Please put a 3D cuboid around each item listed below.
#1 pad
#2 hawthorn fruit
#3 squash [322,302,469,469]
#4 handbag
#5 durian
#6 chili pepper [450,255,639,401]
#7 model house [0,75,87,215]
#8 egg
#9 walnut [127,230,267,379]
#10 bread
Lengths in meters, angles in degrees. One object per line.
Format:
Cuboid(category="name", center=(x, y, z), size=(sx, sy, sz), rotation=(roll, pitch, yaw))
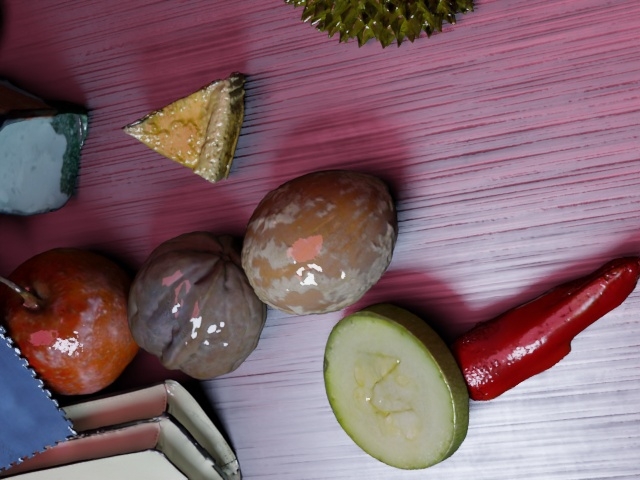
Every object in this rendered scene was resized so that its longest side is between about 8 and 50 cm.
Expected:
Cuboid(category="pad", center=(-0.539, 0.245, 1.680), size=(0.269, 0.012, 0.270), rotation=(-25, 114, 7))
Cuboid(category="hawthorn fruit", center=(-0.393, 0.133, 1.752), size=(0.235, 0.263, 0.231), rotation=(16, 108, -1))
Cuboid(category="squash", center=(0.106, 0.219, 1.641), size=(0.252, 0.049, 0.252), rotation=(18, 117, 40))
Cuboid(category="handbag", center=(-0.336, 0.375, 1.800), size=(0.358, 0.160, 0.237), rotation=(-14, 134, 21))
Cuboid(category="durian", center=(0.100, -0.385, 1.572), size=(0.394, 0.163, 0.198), rotation=(-9, 59, 17))
Cuboid(category="chili pepper", center=(0.291, 0.135, 1.584), size=(0.387, 0.110, 0.110), rotation=(-34, 88, 21))
Cuboid(category="model house", center=(-0.538, -0.180, 1.746), size=(0.291, 0.253, 0.184), rotation=(31, 110, 18))
Cuboid(category="egg", center=(0.000, 0.000, 1.609), size=(0.245, 0.203, 0.203), rotation=(-37, 87, 18))
Cuboid(category="walnut", center=(-0.184, 0.099, 1.699), size=(0.224, 0.224, 0.224), rotation=(4, 102, 19))
Cuboid(category="bread", center=(-0.201, -0.185, 1.675), size=(0.160, 0.140, 0.169), rotation=(15, 101, 4))
